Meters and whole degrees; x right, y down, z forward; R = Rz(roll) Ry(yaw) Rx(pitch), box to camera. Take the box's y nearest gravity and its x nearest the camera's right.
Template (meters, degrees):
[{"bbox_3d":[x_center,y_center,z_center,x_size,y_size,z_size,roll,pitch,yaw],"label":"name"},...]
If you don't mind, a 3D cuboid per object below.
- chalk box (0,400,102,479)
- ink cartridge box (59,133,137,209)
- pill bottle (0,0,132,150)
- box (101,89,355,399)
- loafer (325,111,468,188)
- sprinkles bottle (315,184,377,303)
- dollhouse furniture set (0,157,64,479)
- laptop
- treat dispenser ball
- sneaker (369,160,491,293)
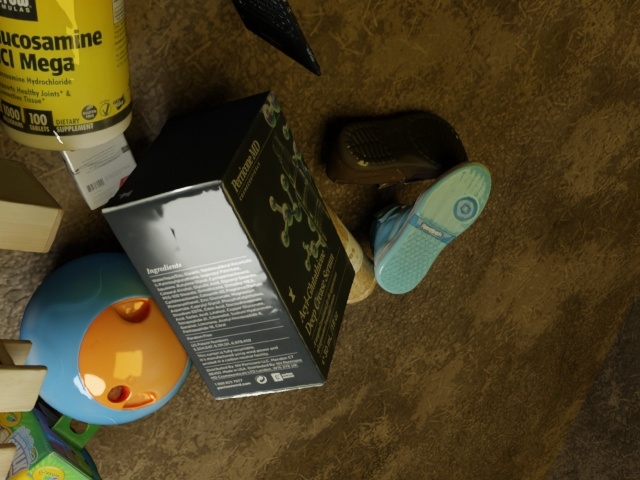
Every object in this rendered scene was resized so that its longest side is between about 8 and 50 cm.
[{"bbox_3d":[-0.508,0.404,1.469,0.289,0.179,0.180,-41,136,-8],"label":"chalk box"},{"bbox_3d":[-0.360,-0.133,1.356,0.099,0.056,0.135,-31,134,-18],"label":"ink cartridge box"},{"bbox_3d":[-0.360,-0.306,1.138,0.188,0.188,0.333,-17,128,-29],"label":"pill bottle"},{"bbox_3d":[-0.126,0.010,1.370,0.212,0.293,0.395,-13,122,22],"label":"box"},{"bbox_3d":[0.150,-0.176,1.703,0.366,0.133,0.130,-3,157,-39],"label":"loafer"},{"bbox_3d":[0.000,0.000,1.674,0.121,0.121,0.355,-45,141,-4],"label":"sprinkles bottle"},{"bbox_3d":[-0.553,0.080,1.126,0.257,0.362,0.394,10,112,-46],"label":"dollhouse furniture set"},{"bbox_3d":[-0.153,-0.345,1.240,0.137,0.234,0.264,-39,136,-8],"label":"laptop"},{"bbox_3d":[-0.351,0.163,1.405,0.288,0.288,0.288,-20,130,-26],"label":"treat dispenser ball"},{"bbox_3d":[0.208,-0.060,1.745,0.127,0.208,0.319,36,104,-21],"label":"sneaker"}]
